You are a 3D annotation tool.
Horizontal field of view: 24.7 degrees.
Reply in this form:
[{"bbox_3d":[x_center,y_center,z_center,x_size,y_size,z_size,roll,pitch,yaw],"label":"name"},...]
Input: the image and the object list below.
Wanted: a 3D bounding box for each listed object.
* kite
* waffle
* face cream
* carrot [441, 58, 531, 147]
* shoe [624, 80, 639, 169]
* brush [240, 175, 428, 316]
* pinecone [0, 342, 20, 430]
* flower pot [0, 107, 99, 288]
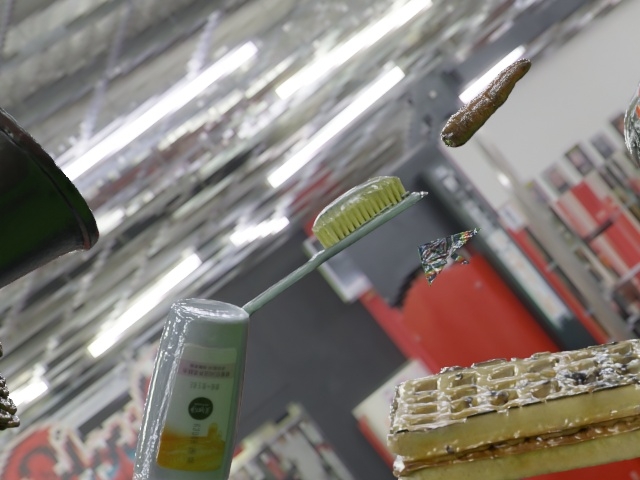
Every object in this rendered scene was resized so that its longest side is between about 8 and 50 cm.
[{"bbox_3d":[0.164,0.016,1.928,0.122,0.090,0.004,-42,-49,-26],"label":"kite"},{"bbox_3d":[0.282,0.238,2.000,0.376,0.114,0.261,-11,7,10],"label":"waffle"},{"bbox_3d":[-0.109,0.151,1.229,0.084,0.198,0.057,5,13,-21],"label":"face cream"},{"bbox_3d":[0.202,-0.168,1.748,0.165,0.035,0.035,-44,-4,-20],"label":"carrot"},{"bbox_3d":[0.375,-0.138,1.577,0.077,0.074,0.194,-87,0,-52],"label":"shoe"},{"bbox_3d":[0.000,0.000,1.726,0.297,0.060,0.068,-35,3,-22],"label":"brush"},{"bbox_3d":[-0.596,0.261,2.194,0.309,0.244,0.244,-52,-9,11],"label":"pinecone"},{"bbox_3d":[-0.559,-0.043,2.316,0.251,0.379,0.379,-48,-3,-22],"label":"flower pot"}]
